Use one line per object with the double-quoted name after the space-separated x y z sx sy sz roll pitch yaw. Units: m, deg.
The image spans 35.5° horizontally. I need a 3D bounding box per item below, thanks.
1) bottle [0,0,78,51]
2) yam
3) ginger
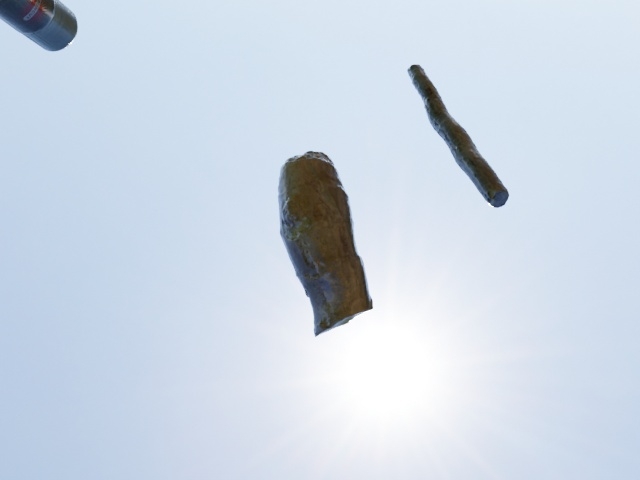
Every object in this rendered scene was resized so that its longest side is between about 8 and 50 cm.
-0.471 -0.375 1.497 0.082 0.082 0.286 21 174 22 "bottle"
0.126 -0.104 0.953 0.029 0.027 0.234 4 -143 -21 "yam"
0.000 0.000 1.420 0.109 0.263 0.116 -12 172 -9 "ginger"
